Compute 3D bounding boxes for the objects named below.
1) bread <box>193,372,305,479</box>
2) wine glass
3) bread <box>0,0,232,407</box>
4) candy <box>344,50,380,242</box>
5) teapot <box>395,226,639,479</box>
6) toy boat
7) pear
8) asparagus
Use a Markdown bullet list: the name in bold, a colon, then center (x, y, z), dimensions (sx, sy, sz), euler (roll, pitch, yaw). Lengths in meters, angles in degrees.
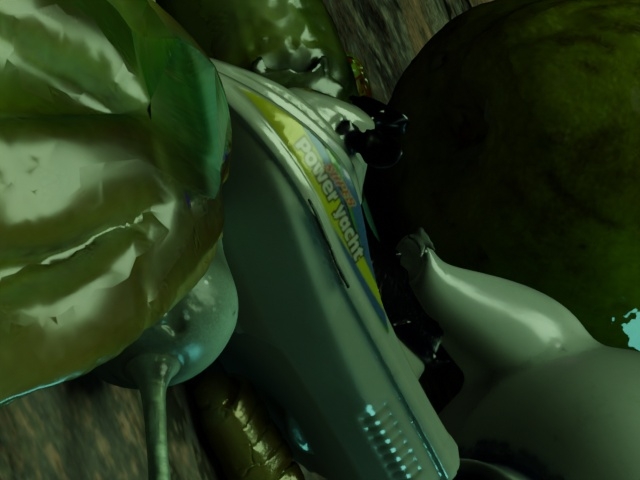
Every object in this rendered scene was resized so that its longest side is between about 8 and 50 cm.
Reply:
- **bread**: center (-0.034, 0.104, 0.986), dimensions (0.049, 0.034, 0.088), euler (-79, 145, -74)
- **wine glass**: center (-0.072, 0.057, 0.832), dimensions (0.079, 0.079, 0.195), euler (52, 23, -47)
- **bread**: center (-0.126, -0.040, 0.610), dimensions (0.156, 0.158, 0.260), euler (54, 21, -51)
- **candy**: center (0.027, -0.042, 1.380), dimensions (0.060, 0.060, 0.201), euler (-56, 131, -72)
- **teapot**: center (0.138, 0.193, 1.122), dimensions (0.280, 0.252, 0.423), euler (-9, 81, -41)
- **toy boat**: center (-0.003, 0.008, 0.984), dimensions (0.140, 0.141, 0.269), euler (-84, 163, -59)
- **pear**: center (0.218, -0.022, 1.455), dimensions (0.413, 0.352, 0.352), euler (26, 42, -43)
- **asparagus**: center (-0.069, -0.189, 1.118), dimensions (0.128, 0.108, 0.381), euler (26, 44, -70)
